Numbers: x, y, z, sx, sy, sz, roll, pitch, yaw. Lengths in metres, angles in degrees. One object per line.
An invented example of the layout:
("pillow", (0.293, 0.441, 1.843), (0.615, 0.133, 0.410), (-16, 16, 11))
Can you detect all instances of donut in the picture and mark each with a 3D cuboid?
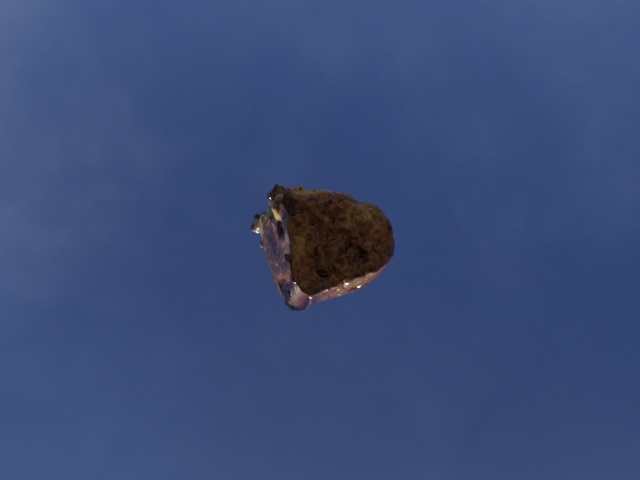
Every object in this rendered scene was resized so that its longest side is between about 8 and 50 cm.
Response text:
("donut", (0.000, 0.006, 0.747), (0.126, 0.186, 0.144), (-12, -104, -10))
